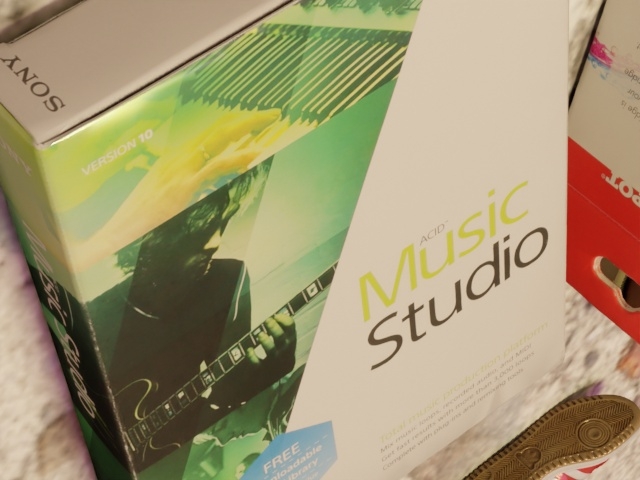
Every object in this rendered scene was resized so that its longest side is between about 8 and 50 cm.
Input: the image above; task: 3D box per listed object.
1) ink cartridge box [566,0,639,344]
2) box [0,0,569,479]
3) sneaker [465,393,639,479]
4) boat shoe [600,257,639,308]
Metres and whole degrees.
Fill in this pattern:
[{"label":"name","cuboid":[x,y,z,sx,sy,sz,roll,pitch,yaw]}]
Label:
[{"label":"ink cartridge box","cuboid":[0.190,-0.058,0.839,0.078,0.134,0.231,-18,137,-37]},{"label":"box","cuboid":[0.000,0.000,0.760,0.232,0.058,0.322,-33,143,-20]},{"label":"sneaker","cuboid":[0.130,0.136,1.052,0.118,0.042,0.067,-30,139,-11]},{"label":"boat shoe","cuboid":[0.283,0.008,1.031,0.307,0.104,0.111,-20,137,-34]}]
